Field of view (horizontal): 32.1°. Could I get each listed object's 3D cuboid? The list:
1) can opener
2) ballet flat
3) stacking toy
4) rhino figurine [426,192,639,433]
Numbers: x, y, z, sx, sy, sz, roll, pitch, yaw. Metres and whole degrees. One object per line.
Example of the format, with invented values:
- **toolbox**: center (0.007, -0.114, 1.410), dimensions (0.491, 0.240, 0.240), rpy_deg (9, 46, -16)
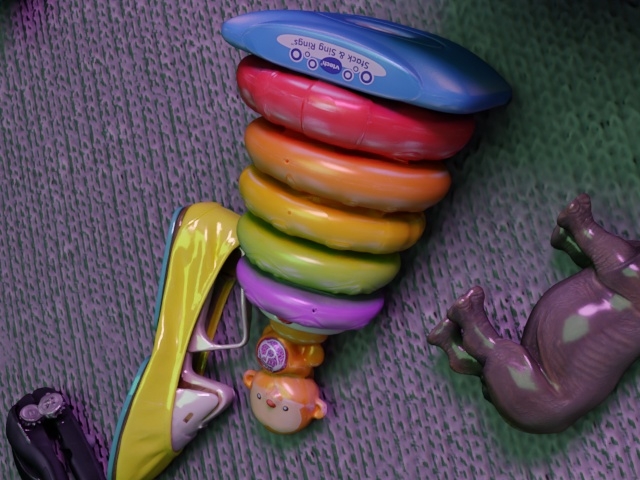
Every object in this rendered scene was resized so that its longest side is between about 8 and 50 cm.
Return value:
- **can opener**: center (-0.192, 0.181, 0.854), dimensions (0.186, 0.059, 0.073), rpy_deg (42, 145, 43)
- **ballet flat**: center (-0.096, 0.086, 0.829), dimensions (0.077, 0.077, 0.231), rpy_deg (14, 87, 11)
- **stacking toy**: center (0.000, 0.000, 0.766), dimensions (0.175, 0.166, 0.302), rpy_deg (21, 107, 18)
- **rhino figurine**: center (0.186, 0.025, 0.695), dimensions (0.243, 0.073, 0.106), rpy_deg (-42, 76, 13)
